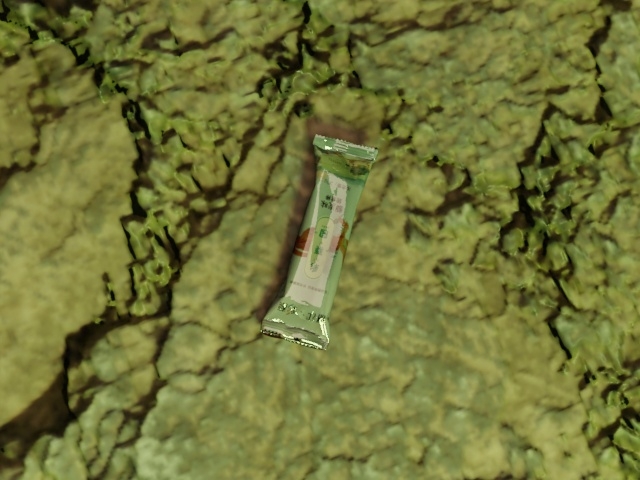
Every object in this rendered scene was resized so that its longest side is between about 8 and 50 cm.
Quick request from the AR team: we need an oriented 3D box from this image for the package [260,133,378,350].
[{"bbox_3d":[0.000,0.000,0.841,0.037,0.015,0.110,16,84,-10],"label":"package"}]
